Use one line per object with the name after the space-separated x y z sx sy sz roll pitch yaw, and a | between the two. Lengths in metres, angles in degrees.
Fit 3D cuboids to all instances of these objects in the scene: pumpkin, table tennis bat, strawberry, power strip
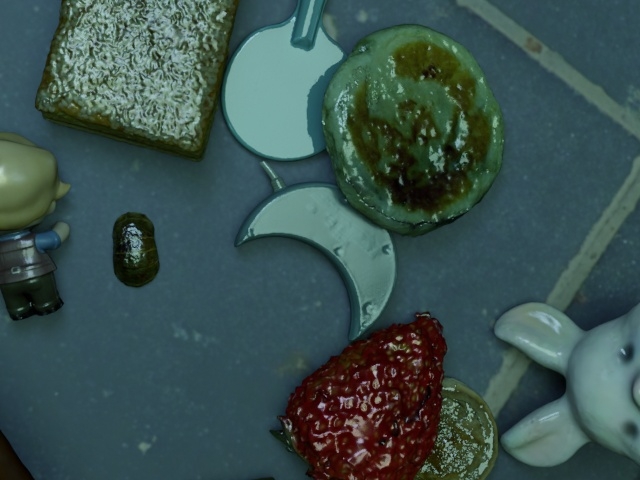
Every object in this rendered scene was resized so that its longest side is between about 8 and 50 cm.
-0.202 0.010 1.328 0.050 0.028 0.083 -9 90 -9 | pumpkin
-0.026 -0.204 1.350 0.149 0.038 0.237 12 95 -10 | table tennis bat
0.073 0.186 1.337 0.228 0.098 0.174 -37 81 -10 | strawberry
0.000 0.000 1.358 0.216 0.044 0.137 42 84 -11 | power strip

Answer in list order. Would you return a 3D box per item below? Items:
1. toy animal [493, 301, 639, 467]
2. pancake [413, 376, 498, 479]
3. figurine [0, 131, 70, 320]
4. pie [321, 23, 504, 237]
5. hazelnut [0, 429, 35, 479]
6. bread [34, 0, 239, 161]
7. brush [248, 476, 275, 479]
0.384 0.160 1.372 0.367 0.241 0.196 -3 85 3 | toy animal
0.134 0.233 1.406 0.151 0.025 0.152 -1 93 -13 | pancake
-0.317 -0.016 1.277 0.114 0.108 0.196 -10 111 14 | figurine
0.105 -0.121 1.355 0.240 0.054 0.241 2 85 -27 | pie
-0.430 0.299 1.154 0.359 0.359 0.409 -33 107 -8 | hazelnut
-0.182 -0.217 1.283 0.184 0.110 0.234 14 88 -8 | bread
-0.029 0.313 1.368 0.233 0.047 0.103 -8 94 -12 | brush
